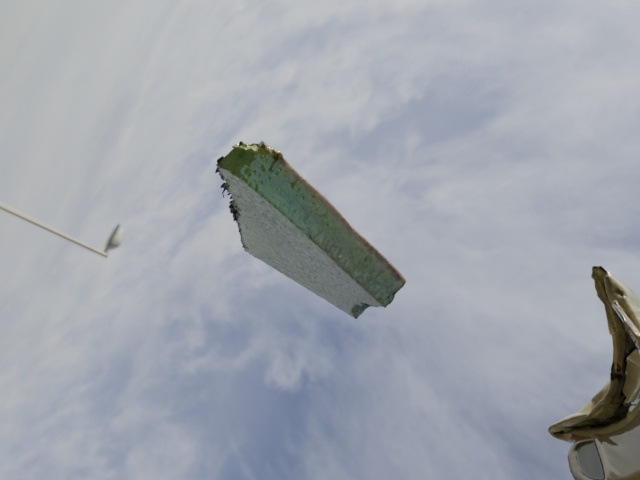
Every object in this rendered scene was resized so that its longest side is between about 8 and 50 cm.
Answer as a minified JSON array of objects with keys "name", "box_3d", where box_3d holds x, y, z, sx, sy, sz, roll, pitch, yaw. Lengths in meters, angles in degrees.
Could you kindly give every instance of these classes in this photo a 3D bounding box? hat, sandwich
[{"name":"hat","box_3d":[0.354,0.158,0.696,0.226,0.164,0.219,-129,-133,-71]},{"name":"sandwich","box_3d":[0.000,0.000,0.719,0.063,0.212,0.245,-56,168,-17]}]
